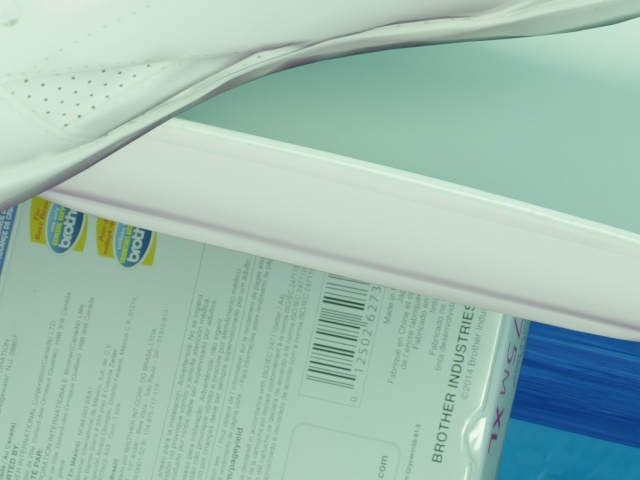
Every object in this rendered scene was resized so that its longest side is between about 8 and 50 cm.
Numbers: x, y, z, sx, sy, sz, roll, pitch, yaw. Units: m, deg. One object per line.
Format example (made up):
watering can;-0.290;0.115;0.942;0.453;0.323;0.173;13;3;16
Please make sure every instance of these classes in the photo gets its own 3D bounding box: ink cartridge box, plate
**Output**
ink cartridge box;-0.061;0.067;0.979;0.311;0.186;0.065;11;174;16
plate;0.016;-0.046;0.577;0.277;0.045;0.278;13;-159;-2

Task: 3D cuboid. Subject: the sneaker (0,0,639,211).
sneaker;-0.031;-0.085;0.371;0.292;0.108;0.169;-17;167;-12
